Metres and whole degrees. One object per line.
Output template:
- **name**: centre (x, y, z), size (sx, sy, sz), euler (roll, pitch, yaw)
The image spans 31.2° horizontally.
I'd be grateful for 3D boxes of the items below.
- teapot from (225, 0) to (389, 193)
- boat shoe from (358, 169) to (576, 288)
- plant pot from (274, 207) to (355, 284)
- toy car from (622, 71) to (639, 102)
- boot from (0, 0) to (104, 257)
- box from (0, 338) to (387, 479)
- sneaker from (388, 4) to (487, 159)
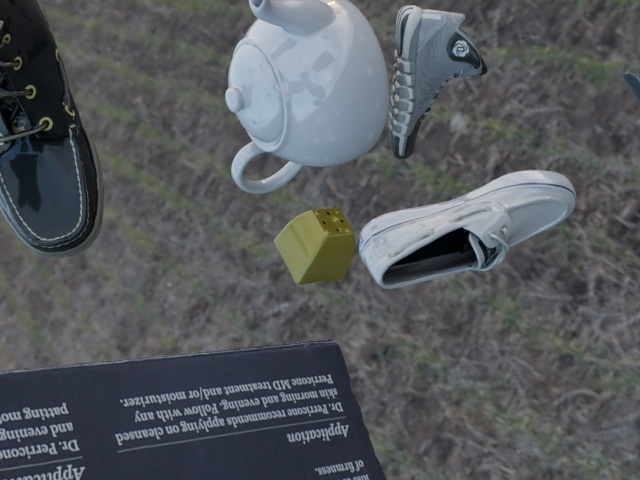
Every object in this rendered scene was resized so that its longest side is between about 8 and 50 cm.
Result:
- **teapot**: centre (-0.040, -0.202, 1.542), size (0.252, 0.187, 0.256), euler (-4, 104, 64)
- **boat shoe**: centre (0.180, -0.007, 1.344), size (0.088, 0.267, 0.096), euler (-110, 11, -48)
- **plant pot**: centre (0.000, 0.000, 1.554), size (0.081, 0.081, 0.083), euler (61, 139, 29)
- **toy car**: centre (0.432, -0.152, 1.327), size (0.155, 0.188, 0.149), euler (-5, 61, 43)
- **boot**: centre (-0.224, -0.111, 0.786), size (0.178, 0.085, 0.236), euler (79, 174, -80)
- **box**: centre (-0.109, 0.230, 0.504), size (0.179, 0.343, 0.312), euler (-41, 61, 39)
- **sneaker**: centre (0.167, -0.216, 1.613), size (0.086, 0.132, 0.229), euler (-97, 8, -57)
